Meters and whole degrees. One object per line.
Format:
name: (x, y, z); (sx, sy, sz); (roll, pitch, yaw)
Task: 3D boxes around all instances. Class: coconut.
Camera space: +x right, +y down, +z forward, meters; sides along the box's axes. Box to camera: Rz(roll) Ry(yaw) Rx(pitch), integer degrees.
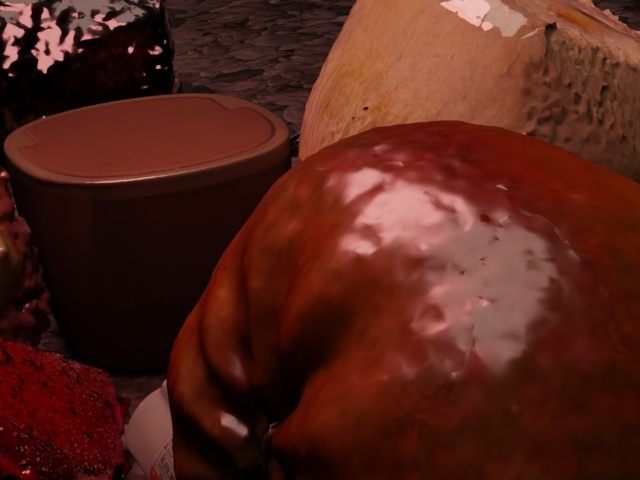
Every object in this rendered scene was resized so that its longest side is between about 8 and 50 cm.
coconut: (0.164, -0.074, 1.311); (0.405, 0.404, 0.404); (-4, 22, 2)

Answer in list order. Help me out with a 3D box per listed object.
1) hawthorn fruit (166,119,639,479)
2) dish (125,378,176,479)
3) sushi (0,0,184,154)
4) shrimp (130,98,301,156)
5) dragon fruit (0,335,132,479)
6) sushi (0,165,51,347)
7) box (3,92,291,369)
hawthorn fruit: (0.117, 0.136, 0.780); (0.403, 0.402, 0.403); (-4, 22, 2)
dish: (-0.056, 0.165, 1.040); (0.151, 0.077, 0.212); (-14, 36, -22)
sushi: (-0.356, -0.258, 1.940); (0.294, 0.281, 0.299); (-4, 14, -13)
shrimp: (-0.164, -0.098, 1.648); (0.137, 0.172, 0.372); (10, 33, 45)
dragon fruit: (-0.263, 0.154, 1.060); (0.189, 0.162, 0.262); (-12, -20, 32)
sushi: (-0.382, 0.024, 1.262); (0.237, 0.270, 0.171); (0, 22, 32)
box: (-0.171, -0.014, 1.378); (0.301, 0.216, 0.301); (-2, 23, 1)
